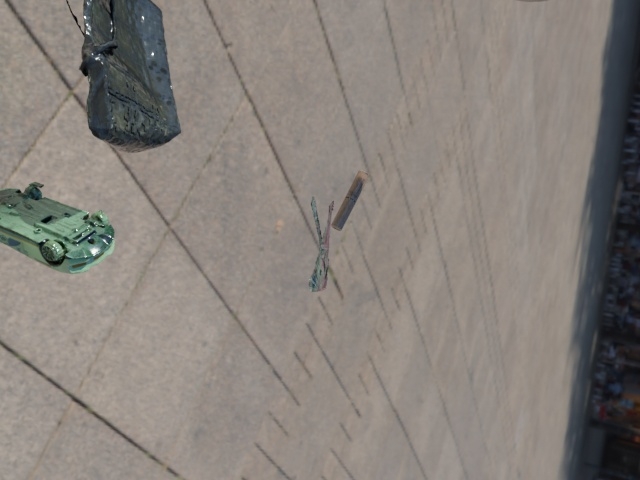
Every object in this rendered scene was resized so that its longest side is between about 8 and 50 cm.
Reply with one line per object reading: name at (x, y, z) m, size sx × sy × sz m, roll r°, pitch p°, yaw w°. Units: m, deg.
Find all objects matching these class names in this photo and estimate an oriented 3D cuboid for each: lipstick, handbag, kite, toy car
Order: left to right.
toy car at (-0.323, -0.013, 0.851) m, size 0.093 × 0.186 × 0.058 m, roll -47°, pitch 149°, yaw -47°
handbag at (-0.244, -0.224, 0.868) m, size 0.175 × 0.088 × 0.270 m, roll 55°, pitch 23°, yaw -76°
kite at (0.001, 0.000, 0.793) m, size 0.153 × 0.005 × 0.137 m, roll 85°, pitch 14°, yaw -45°
lipstick at (0.044, -0.059, 1.075) m, size 0.094 × 0.019 × 0.019 m, roll -64°, pitch 152°, yaw -12°
